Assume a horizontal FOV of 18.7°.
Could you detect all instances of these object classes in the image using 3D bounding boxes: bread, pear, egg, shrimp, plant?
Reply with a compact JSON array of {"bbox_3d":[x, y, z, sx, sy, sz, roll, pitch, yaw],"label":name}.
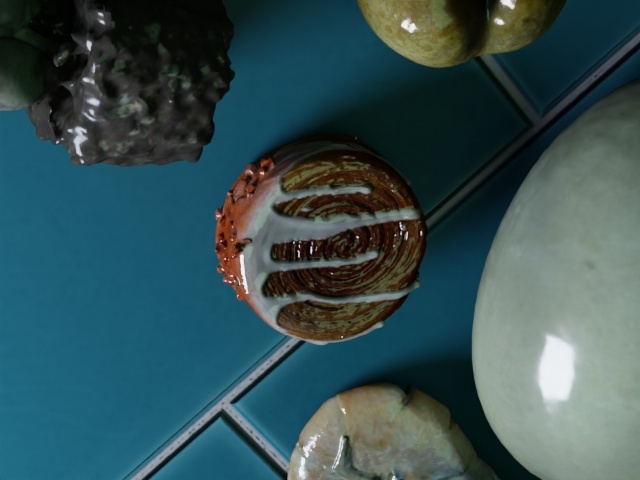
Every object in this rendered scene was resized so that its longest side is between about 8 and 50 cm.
[{"bbox_3d":[0.000,0.000,1.470,0.160,0.073,0.160,-7,114,-16],"label":"bread"},{"bbox_3d":[0.104,-0.203,1.383,0.167,0.136,0.167,-8,119,-15],"label":"pear"},{"bbox_3d":[0.257,0.032,1.467,0.258,0.258,0.352,28,99,-26],"label":"egg"},{"bbox_3d":[0.081,0.245,1.603,0.178,0.075,0.289,-37,119,8],"label":"shrimp"},{"bbox_3d":[-0.199,-0.135,1.305,0.274,0.146,0.149,11,111,-22],"label":"plant"}]
